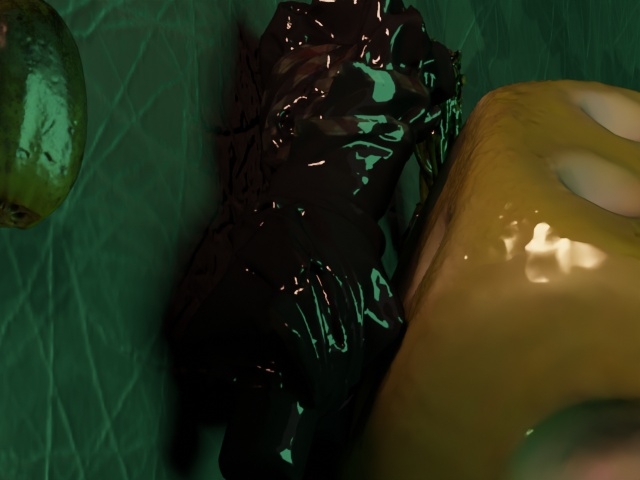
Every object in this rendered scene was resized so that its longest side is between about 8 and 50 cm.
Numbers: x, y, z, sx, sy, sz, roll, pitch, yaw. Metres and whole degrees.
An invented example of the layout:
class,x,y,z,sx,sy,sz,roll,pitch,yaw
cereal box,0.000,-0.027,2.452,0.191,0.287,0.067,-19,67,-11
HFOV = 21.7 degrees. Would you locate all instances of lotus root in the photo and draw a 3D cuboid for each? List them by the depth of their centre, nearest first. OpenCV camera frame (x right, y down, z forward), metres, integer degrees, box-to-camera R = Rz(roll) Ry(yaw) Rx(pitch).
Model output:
class,x,y,z,sx,sy,sz,roll,pitch,yaw
lotus root,-0.114,-0.053,0.618,0.049,0.054,0.099,8,77,-57

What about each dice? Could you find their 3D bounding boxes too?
class,x,y,z,sx,sy,sz,roll,pitch,yaw
dice,0.153,0.064,0.891,0.233,0.238,0.227,-73,-173,-62

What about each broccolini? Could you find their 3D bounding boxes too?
class,x,y,z,sx,sy,sz,roll,pitch,yaw
broccolini,0.083,-0.018,1.111,0.123,0.062,0.271,-58,144,-50

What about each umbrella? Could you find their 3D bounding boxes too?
class,x,y,z,sx,sy,sz,roll,pitch,yaw
umbrella,0.000,0.000,0.820,0.122,0.110,0.272,118,-14,-55
